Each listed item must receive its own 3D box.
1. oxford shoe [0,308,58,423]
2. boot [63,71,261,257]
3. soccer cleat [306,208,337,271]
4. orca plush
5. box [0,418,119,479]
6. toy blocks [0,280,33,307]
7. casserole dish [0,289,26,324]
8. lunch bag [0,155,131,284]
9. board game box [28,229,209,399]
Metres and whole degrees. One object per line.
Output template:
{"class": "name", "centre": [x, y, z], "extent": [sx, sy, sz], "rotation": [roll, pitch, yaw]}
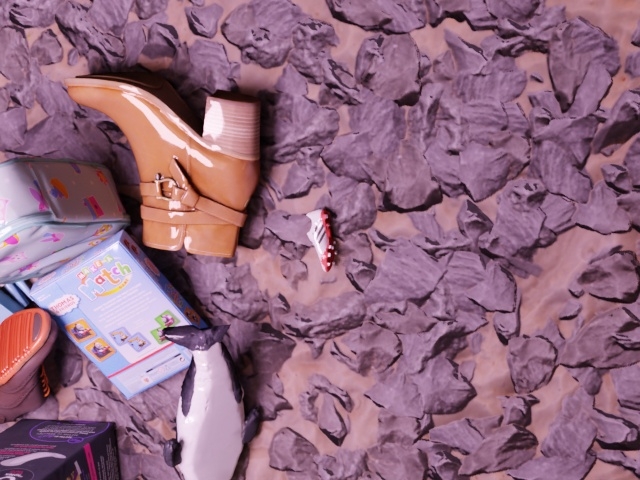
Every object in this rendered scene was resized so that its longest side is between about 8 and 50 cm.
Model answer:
{"class": "oxford shoe", "centre": [-0.418, 0.179, 1.518], "extent": [0.098, 0.097, 0.271], "rotation": [19, 140, -30]}
{"class": "boot", "centre": [-0.217, -0.104, 1.438], "extent": [0.283, 0.109, 0.220], "rotation": [12, 108, 6]}
{"class": "soccer cleat", "centre": [0.000, 0.000, 1.426], "extent": [0.035, 0.029, 0.083], "rotation": [-2, 97, 25]}
{"class": "orca plush", "centre": [-0.176, 0.218, 1.468], "extent": [0.102, 0.151, 0.287], "rotation": [33, 147, 42]}
{"class": "box", "centre": [-0.404, 0.357, 1.480], "extent": [0.165, 0.270, 0.144], "rotation": [-1, 100, 16]}
{"class": "toy blocks", "centre": [-0.490, 0.052, 1.559], "extent": [0.123, 0.054, 0.148], "rotation": [-35, 96, 23]}
{"class": "casserole dish", "centre": [-0.475, 0.107, 1.541], "extent": [0.114, 0.037, 0.188], "rotation": [-32, 117, 34]}
{"class": "lunch bag", "centre": [-0.393, -0.013, 1.407], "extent": [0.224, 0.279, 0.108], "rotation": [-30, 81, 18]}
{"class": "board game box", "centre": [-0.265, 0.105, 1.473], "extent": [0.160, 0.039, 0.211], "rotation": [-29, 117, 19]}
